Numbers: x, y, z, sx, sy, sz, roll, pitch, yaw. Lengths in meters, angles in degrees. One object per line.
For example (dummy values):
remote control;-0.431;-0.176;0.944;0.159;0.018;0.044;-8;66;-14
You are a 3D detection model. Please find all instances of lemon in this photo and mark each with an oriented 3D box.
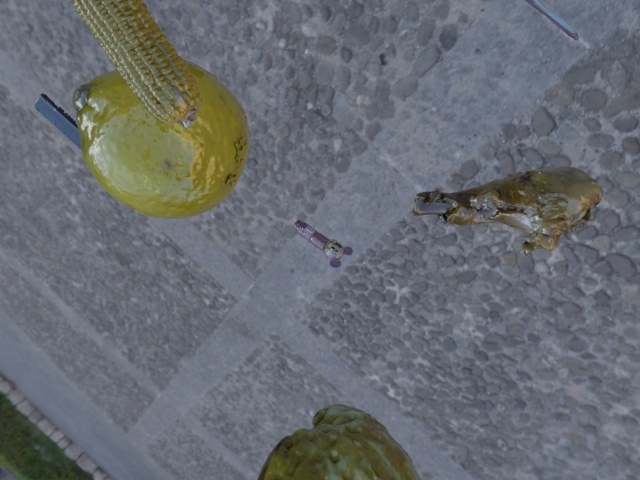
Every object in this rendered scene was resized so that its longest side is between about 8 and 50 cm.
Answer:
lemon;-0.344;-0.225;1.072;0.387;0.350;0.349;16;154;-38

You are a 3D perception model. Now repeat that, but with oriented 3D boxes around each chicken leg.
chicken leg;0.212;-0.035;0.566;0.207;0.101;0.085;-1;157;12

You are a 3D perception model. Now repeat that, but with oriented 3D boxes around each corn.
corn;-0.232;-0.248;0.612;0.080;0.080;0.238;-19;108;44

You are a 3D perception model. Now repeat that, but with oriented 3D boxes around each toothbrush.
toothbrush;0.305;-0.350;0.700;0.193;0.019;0.013;33;158;-13

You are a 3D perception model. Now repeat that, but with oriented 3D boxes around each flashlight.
flashlight;0.000;0.000;0.811;0.110;0.052;0.031;36;151;19

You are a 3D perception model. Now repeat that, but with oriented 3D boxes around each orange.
orange;0.037;0.388;0.684;0.210;0.368;0.271;0;94;25

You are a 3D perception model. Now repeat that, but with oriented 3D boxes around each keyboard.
keyboard;-0.657;-0.295;1.270;0.060;0.018;0.195;-29;115;33
